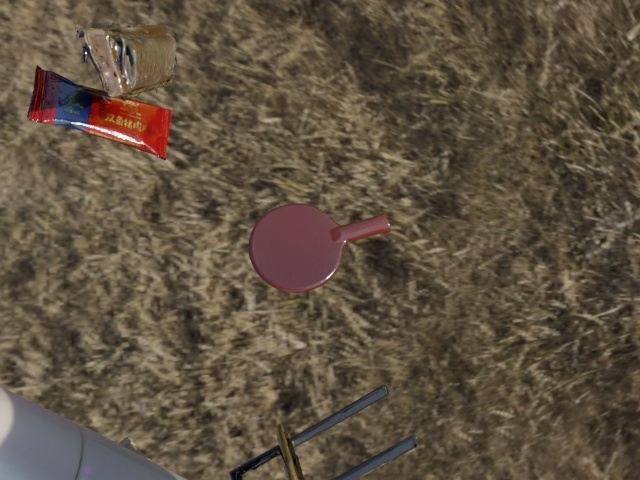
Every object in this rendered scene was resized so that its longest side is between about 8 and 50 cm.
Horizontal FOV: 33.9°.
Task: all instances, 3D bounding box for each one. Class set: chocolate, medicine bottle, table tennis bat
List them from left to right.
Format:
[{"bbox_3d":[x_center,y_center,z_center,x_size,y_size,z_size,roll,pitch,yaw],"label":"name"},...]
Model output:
[{"bbox_3d":[-0.161,0.210,0.742,0.130,0.341,0.130,-40,30,29],"label":"medicine bottle"},{"bbox_3d":[-0.235,-0.236,1.352,0.065,0.329,0.103,-13,100,6],"label":"chocolate"},{"bbox_3d":[0.000,0.000,1.107,0.154,0.019,0.098,-15,73,-10],"label":"table tennis bat"}]

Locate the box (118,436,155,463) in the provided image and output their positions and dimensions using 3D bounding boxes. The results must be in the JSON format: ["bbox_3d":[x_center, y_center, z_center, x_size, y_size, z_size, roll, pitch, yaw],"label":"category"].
[{"bbox_3d":[-0.275,0.331,1.401,0.062,0.122,0.089,32,115,8],"label":"box"}]

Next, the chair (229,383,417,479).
[{"bbox_3d":[-0.014,0.283,1.115,0.246,0.159,0.173,-13,102,-5],"label":"chair"}]

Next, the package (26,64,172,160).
[{"bbox_3d":[-0.295,-0.171,1.421,0.022,0.200,0.083,-35,48,48],"label":"package"}]
